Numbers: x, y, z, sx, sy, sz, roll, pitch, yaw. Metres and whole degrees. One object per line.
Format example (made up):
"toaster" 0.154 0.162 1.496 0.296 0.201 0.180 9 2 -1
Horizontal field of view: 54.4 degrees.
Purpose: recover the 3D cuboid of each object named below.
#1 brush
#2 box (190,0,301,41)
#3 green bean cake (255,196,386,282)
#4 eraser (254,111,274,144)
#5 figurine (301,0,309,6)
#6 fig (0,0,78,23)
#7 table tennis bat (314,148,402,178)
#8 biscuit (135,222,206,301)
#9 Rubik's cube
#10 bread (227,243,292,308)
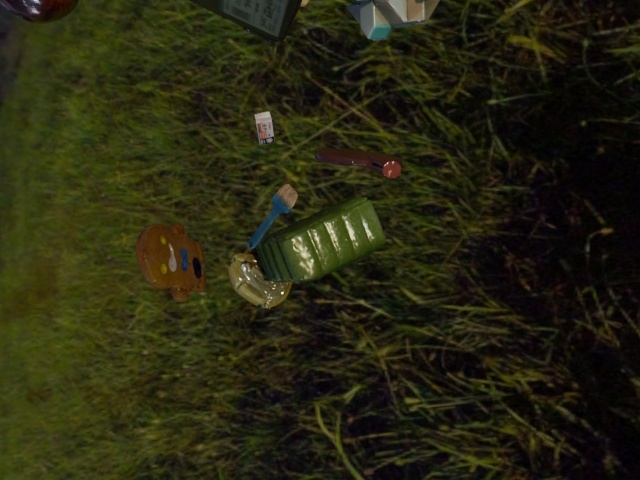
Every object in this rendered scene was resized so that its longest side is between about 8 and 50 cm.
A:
"brush" -0.104 -0.045 1.298 0.164 0.014 0.051 -51 62 18
"box" -0.107 -0.361 0.757 0.350 0.211 0.058 169 123 -77
"green bean cake" 0.000 0.000 1.334 0.222 0.248 0.125 -11 100 66
"eraser" -0.177 -0.355 1.978 0.122 0.052 0.029 86 168 -58
"figurine" -0.177 -0.859 2.001 0.222 0.324 0.124 -53 16 6
"fig" -0.387 -0.342 0.826 0.154 0.103 0.109 12 131 50
"table tennis bat" 0.134 -0.243 1.881 0.414 0.268 0.051 -142 55 -67
"biscuit" -0.316 0.043 1.349 0.039 0.236 0.180 -13 76 20
"Rubik's cube" 0.183 -0.631 1.603 0.224 0.265 0.213 15 113 47
"bread" -0.140 0.083 1.429 0.064 0.156 0.117 -19 41 61
